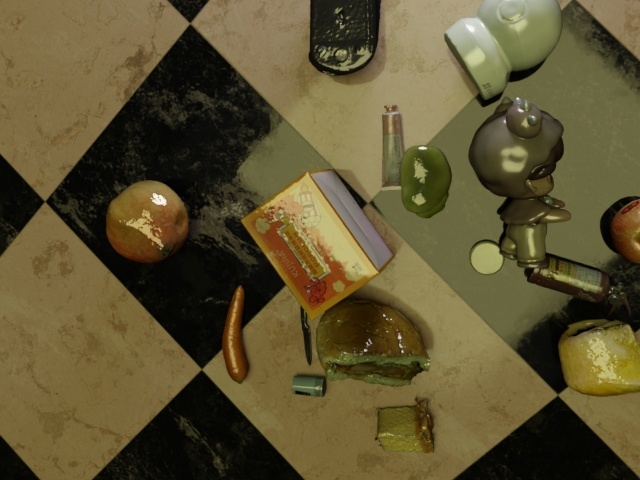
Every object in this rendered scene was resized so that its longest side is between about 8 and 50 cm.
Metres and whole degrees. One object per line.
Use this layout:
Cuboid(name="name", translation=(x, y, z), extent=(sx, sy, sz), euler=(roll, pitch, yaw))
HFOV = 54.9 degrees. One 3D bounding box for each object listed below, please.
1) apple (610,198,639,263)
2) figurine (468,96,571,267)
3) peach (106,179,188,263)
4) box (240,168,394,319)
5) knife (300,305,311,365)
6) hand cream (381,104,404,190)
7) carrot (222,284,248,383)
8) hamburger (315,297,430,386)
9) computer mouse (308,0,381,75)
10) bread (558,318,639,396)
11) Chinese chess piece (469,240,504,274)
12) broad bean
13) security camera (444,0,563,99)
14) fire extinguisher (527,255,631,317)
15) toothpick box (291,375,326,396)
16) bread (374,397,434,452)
Cuboid(name="apple", translation=(0.725, -0.017, 1.368), extent=(0.147, 0.131, 0.146), euler=(4, 103, 15))
Cuboid(name="figurine", translation=(0.445, -0.131, 1.381), extent=(0.203, 0.248, 0.380), euler=(-7, 104, 12))
Cuboid(name="peach", translation=(-0.445, -0.038, 1.599), extent=(0.233, 0.232, 0.232), euler=(2, 97, 13))
Cuboid(name="box", translation=(0.000, 0.000, 1.475), extent=(0.214, 0.259, 0.283), euler=(-37, 88, 17))
Cuboid(name="knife", translation=(-0.037, 0.254, 1.644), extent=(0.023, 0.010, 0.170), euler=(-3, 98, 20))
Cuboid(name="hand cream", translation=(0.177, -0.228, 1.519), extent=(0.067, 0.043, 0.209), euler=(-4, 102, 8))
Cuboid(name="carrot", translation=(-0.234, 0.257, 1.669), extent=(0.066, 0.062, 0.270), euler=(-2, 93, 47))
Cuboid(name="hamburger", translation=(0.121, 0.239, 1.499), extent=(0.309, 0.211, 0.132), euler=(9, 128, -27))
Cuboid(name="computer mouse", translation=(0.059, -0.525, 1.478), extent=(0.170, 0.100, 0.269), euler=(2, 93, 10))
Cuboid(name="bread", translation=(0.647, 0.269, 1.400), extent=(0.197, 0.197, 0.170), euler=(-16, 86, 15))
Cuboid(name="Chinese chess piece", translation=(0.406, 0.043, 1.501), extent=(0.084, 0.034, 0.084), euler=(1, 96, 15))
Cuboid(name="broad bean", translation=(0.252, -0.142, 1.488), extent=(0.125, 0.082, 0.174), euler=(7, 98, 3))
Cuboid(name="security camera", translation=(0.415, -0.449, 1.355), extent=(0.236, 0.194, 0.194), euler=(-33, 89, 18))
Cuboid(name="fire extinguisher", translation=(0.618, 0.108, 1.451), extent=(0.252, 0.106, 0.075), euler=(17, 62, 9))
Cuboid(name="toothpick box", translation=(-0.030, 0.387, 1.637), extent=(0.083, 0.052, 0.052), euler=(1, 97, 15))
Cuboid(name="bread", translation=(0.220, 0.498, 1.572), extent=(0.147, 0.127, 0.152), euler=(-9, 112, 14))
